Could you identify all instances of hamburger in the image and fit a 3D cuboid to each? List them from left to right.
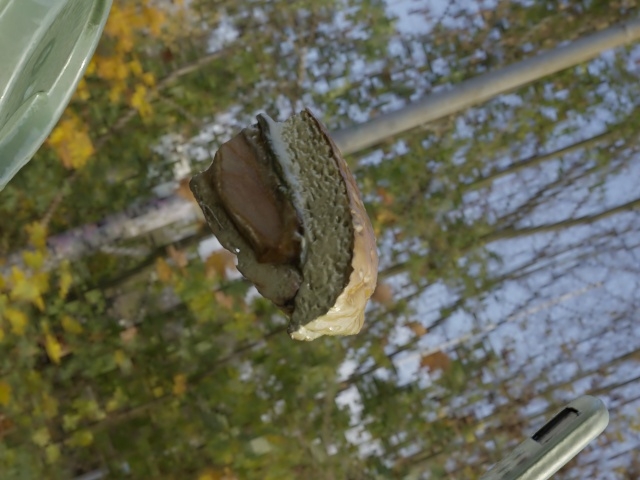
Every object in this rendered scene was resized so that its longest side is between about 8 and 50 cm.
[{"bbox_3d":[0.000,0.000,1.053,0.155,0.135,0.208,43,8,-47],"label":"hamburger"}]

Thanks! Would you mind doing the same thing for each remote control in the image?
[{"bbox_3d":[0.189,0.276,1.320,0.038,0.309,0.090,51,-3,-1],"label":"remote control"}]

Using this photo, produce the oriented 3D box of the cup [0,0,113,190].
[{"bbox_3d":[-0.154,-0.091,0.425,0.141,0.120,0.120,31,-12,-2],"label":"cup"}]
